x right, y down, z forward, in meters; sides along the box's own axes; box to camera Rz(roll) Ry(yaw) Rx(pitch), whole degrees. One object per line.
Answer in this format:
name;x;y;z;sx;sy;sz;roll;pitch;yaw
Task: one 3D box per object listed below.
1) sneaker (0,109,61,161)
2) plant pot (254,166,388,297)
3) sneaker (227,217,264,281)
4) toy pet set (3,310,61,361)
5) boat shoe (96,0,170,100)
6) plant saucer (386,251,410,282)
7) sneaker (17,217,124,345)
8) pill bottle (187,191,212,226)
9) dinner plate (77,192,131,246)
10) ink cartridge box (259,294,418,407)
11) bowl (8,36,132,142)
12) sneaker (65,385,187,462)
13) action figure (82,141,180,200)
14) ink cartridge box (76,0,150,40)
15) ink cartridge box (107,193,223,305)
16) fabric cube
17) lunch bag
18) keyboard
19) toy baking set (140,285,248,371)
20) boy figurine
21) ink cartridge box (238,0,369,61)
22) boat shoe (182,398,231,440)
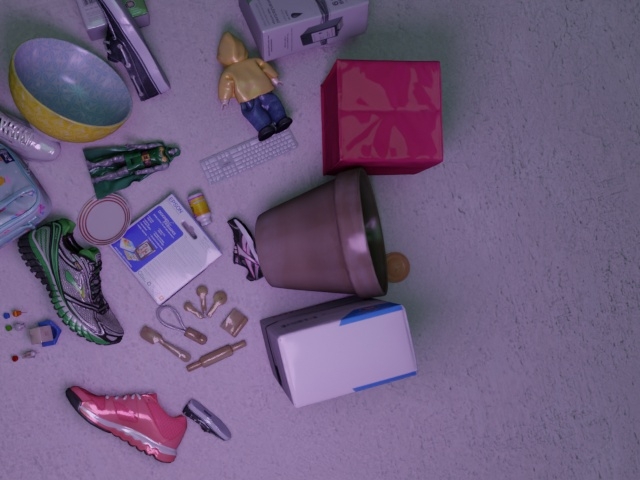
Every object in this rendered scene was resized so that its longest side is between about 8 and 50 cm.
sneaker;-0.750;-0.263;1.732;0.235;0.095;0.090;25;82;-9
plant pot;0.000;0.000;1.762;0.281;0.323;0.322;-10;89;13
sneaker;-0.198;0.027;1.830;0.077;0.072;0.178;-30;87;0
toy pet set;-0.702;0.225;1.746;0.114;0.065;0.122;-14;86;24
boat shoe;-0.480;-0.475;1.735;0.102;0.108;0.301;-26;132;1
plant saucer;0.202;0.073;1.925;0.084;0.013;0.083;0;88;-10
sneaker;-0.577;0.102;1.713;0.146;0.134;0.343;-33;93;2
pill bottle;-0.307;-0.079;1.826;0.043;0.043;0.083;-23;91;-10
dinner plate;-0.538;-0.051;1.779;0.141;0.017;0.141;-3;71;9
ink cartridge box;0.027;0.246;1.695;0.286;0.395;0.166;-13;92;-10
bowl;-0.619;-0.330;1.709;0.289;0.289;0.156;43;124;-6
sneaker;-0.471;0.420;1.755;0.314;0.116;0.136;34;72;-14
action figure;-0.467;-0.199;1.798;0.232;0.063;0.137;-17;86;-14
ink cartridge box;-0.541;-0.637;1.786;0.160;0.092;0.219;-19;91;-11
ink cartridge box;-0.391;0.023;1.805;0.208;0.045;0.206;-39;93;-8
fabric cube;0.147;-0.306;1.814;0.258;0.254;0.258;-1;88;-8
lunch bag;-0.792;-0.084;1.680;0.279;0.108;0.224;-37;75;-9
keyboard;-0.188;-0.224;1.870;0.256;0.014;0.072;-25;92;-11
toy baking set;-0.316;0.231;1.820;0.256;0.030;0.196;-28;89;-11
boy figurine;-0.191;-0.398;1.834;0.177;0.092;0.285;-32;90;-13
ink cartridge box;-0.046;-0.608;1.827;0.289;0.121;0.211;-19;67;-11
boat shoe;-0.288;0.461;1.806;0.142;0.049;0.040;43;100;-4
